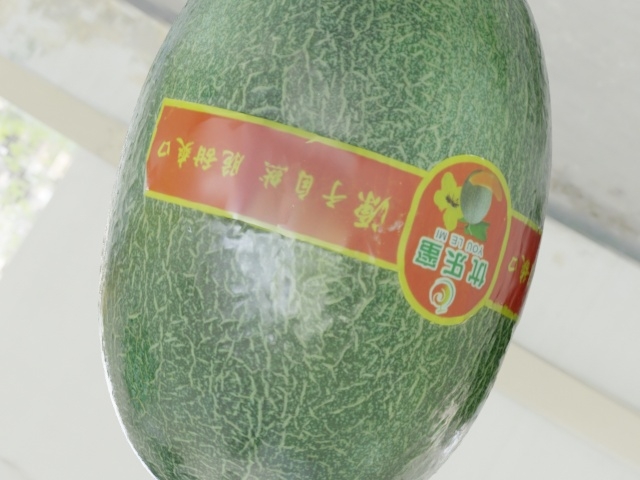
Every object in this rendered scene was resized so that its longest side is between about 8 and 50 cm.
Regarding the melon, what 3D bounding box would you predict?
[{"bbox_3d":[0.000,0.000,0.611,0.182,0.288,0.182,13,179,0],"label":"melon"}]
